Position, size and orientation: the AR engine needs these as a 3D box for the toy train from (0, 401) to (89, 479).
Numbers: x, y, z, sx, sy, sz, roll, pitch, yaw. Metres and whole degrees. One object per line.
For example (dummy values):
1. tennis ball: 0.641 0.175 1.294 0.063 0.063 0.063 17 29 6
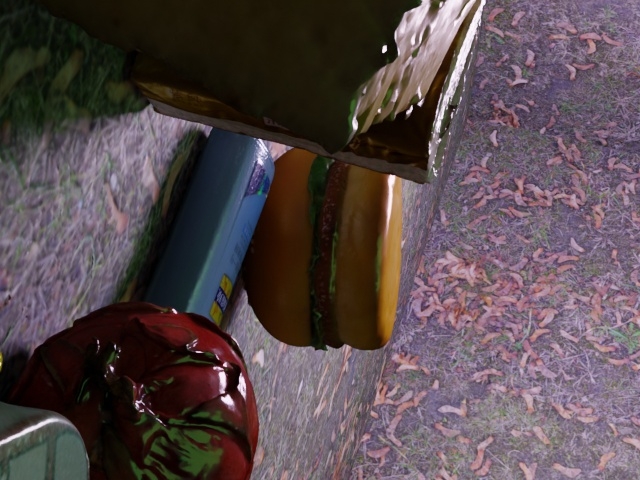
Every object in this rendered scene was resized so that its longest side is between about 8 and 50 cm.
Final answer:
1. toy train: -0.203 0.142 0.386 0.326 0.129 0.159 -15 112 -76

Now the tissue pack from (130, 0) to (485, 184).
1. tissue pack: 0.000 -0.155 0.727 0.092 0.226 0.183 73 33 -74

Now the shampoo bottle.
1. shampoo bottle: -0.108 0.030 0.856 0.104 0.061 0.258 75 32 -65

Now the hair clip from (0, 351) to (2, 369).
1. hair clip: -0.188 0.003 0.480 0.072 0.046 0.173 -67 167 -49

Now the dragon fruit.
1. dragon fruit: -0.124 0.125 0.647 0.209 0.172 0.172 58 47 -85

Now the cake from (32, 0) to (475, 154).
1. cake: 0.003 -0.207 0.569 0.222 0.227 0.286 -63 171 21

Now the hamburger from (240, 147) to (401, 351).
1. hamburger: 0.000 0.002 1.067 0.246 0.170 0.246 1 90 -82
